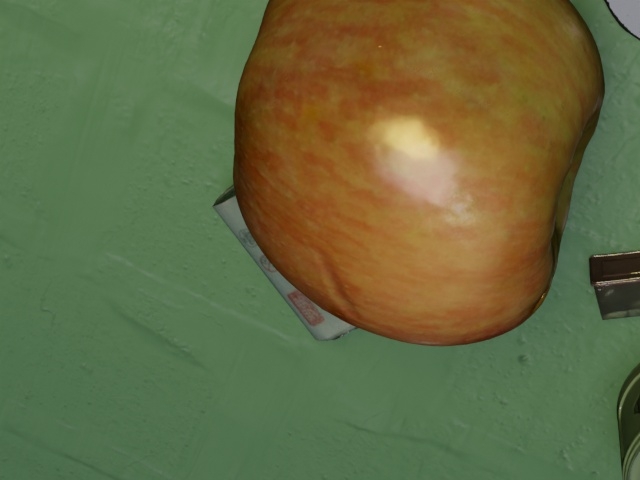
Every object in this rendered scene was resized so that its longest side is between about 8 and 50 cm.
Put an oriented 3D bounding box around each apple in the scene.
[{"bbox_3d":[0.090,-0.103,0.953,0.347,0.391,0.391,18,120,12],"label":"apple"}]

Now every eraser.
[{"bbox_3d":[0.000,0.000,1.195,0.174,0.081,0.227,-30,105,22],"label":"eraser"}]

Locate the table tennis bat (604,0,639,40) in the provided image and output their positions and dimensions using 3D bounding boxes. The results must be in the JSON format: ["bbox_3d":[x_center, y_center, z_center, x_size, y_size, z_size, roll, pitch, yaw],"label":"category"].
[{"bbox_3d":[0.383,-0.249,1.006,0.130,0.019,0.220,-37,102,28],"label":"table tennis bat"}]

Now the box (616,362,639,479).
[{"bbox_3d":[0.480,0.252,1.164,0.226,0.149,0.226,5,117,11],"label":"box"}]

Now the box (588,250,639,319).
[{"bbox_3d":[0.367,0.054,1.145,0.085,0.060,0.063,-8,122,17],"label":"box"}]
